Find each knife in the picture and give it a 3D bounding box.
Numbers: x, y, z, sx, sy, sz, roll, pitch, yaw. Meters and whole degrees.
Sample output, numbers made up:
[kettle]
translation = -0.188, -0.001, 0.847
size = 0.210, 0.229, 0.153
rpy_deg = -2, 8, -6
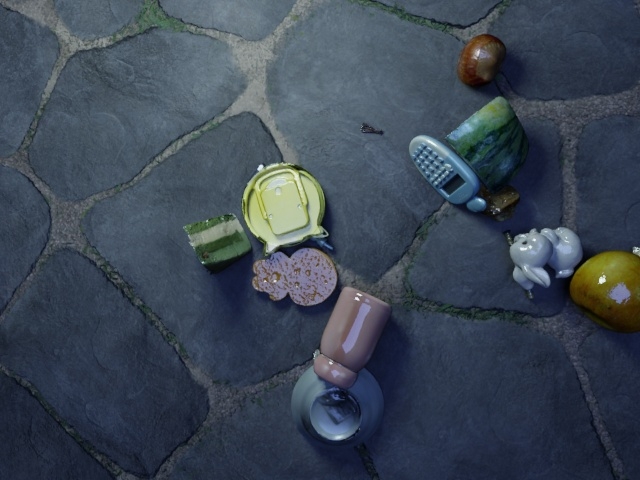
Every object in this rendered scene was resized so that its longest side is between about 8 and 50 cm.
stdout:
[knife]
translation = -0.223, -0.212, 1.486
size = 0.031, 0.018, 0.121
rpy_deg = 31, 94, 12

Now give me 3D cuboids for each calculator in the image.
[calculator]
translation = 0.389, -0.202, 1.333
size = 0.303, 0.188, 0.042
rpy_deg = 45, 75, 4

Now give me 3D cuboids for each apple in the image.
[apple]
translation = 0.864, 0.144, 1.266
size = 0.237, 0.237, 0.207
rpy_deg = 44, 93, 4

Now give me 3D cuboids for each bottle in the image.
[bottle]
translation = 0.086, 0.307, 1.374
size = 0.173, 0.206, 0.296
rpy_deg = 28, 82, -29

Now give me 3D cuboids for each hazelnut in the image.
[hazelnut]
translation = 0.490, -0.557, 1.344
size = 0.143, 0.143, 0.154
rpy_deg = 23, 110, 6

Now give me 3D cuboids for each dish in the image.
[dish]
translation = 0.051, 0.554, 1.425
size = 0.317, 0.106, 0.316
rpy_deg = 0, 91, 7

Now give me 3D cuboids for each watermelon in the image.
[watermelon]
translation = 0.497, -0.293, 1.334
size = 0.213, 0.201, 0.261
rpy_deg = -42, 113, 3

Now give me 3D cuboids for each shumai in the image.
[shumai]
translation = 0.550, -0.113, 1.368
size = 0.123, 0.139, 0.105
rpy_deg = 32, 129, 33

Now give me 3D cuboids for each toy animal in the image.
[toy animal]
translation = 0.680, 0.050, 1.319
size = 0.193, 0.127, 0.178
rpy_deg = -19, 91, -9

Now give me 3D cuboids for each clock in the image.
[clock]
translation = -0.119, -0.110, 1.448
size = 0.277, 0.071, 0.293
rpy_deg = -12, 88, 7

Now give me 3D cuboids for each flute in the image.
[flute]
translation = 0.635, 0.078, 1.388
size = 0.027, 0.027, 0.232
rpy_deg = -20, 89, 7

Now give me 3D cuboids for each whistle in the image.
[whistle]
translation = 0.000, 0.000, 1.456
size = 0.100, 0.035, 0.035
rpy_deg = 34, 95, 4

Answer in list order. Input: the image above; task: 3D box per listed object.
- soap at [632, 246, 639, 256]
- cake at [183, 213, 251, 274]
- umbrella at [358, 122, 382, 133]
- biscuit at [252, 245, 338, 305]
[soap]
translation = 1.142, 0.146, 1.325
size = 0.339, 0.304, 0.169
rpy_deg = 27, 87, -34
[cake]
translation = -0.320, -0.004, 1.381
size = 0.172, 0.283, 0.158
rpy_deg = -32, 88, -10
[umbrella]
translation = 0.164, -0.369, 1.439
size = 0.083, 0.020, 0.031
rpy_deg = 15, 94, 1
[biscuit]
translation = -0.086, 0.121, 1.464
size = 0.289, 0.044, 0.201
rpy_deg = -3, 90, 8
